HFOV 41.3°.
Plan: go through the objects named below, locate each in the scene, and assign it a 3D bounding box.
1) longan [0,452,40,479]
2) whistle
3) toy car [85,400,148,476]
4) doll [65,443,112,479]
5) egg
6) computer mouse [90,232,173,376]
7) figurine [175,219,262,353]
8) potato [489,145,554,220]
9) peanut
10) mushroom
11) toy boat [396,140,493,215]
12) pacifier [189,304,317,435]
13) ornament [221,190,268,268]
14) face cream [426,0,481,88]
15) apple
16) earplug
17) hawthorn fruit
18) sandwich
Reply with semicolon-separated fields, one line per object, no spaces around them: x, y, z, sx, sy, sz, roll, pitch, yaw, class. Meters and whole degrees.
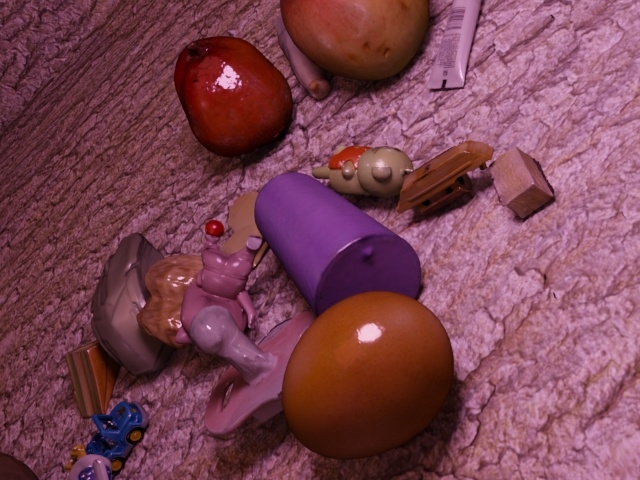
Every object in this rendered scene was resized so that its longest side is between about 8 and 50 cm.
-0.804;0.673;1.935;0.391;0.391;0.391;-27;46;33;longan
0.087;-0.143;1.753;0.288;0.131;0.106;7;98;50;whistle
-0.490;0.457;1.970;0.191;0.100;0.097;-56;38;0;toy car
-0.462;0.552;1.826;0.293;0.119;0.138;34;116;37;doll
0.072;0.227;1.402;0.322;0.250;0.250;-47;38;28;egg
-0.482;0.150;2.119;0.228;0.145;0.429;-47;44;21;computer mouse
-0.209;0.107;1.854;0.186;0.176;0.287;-88;8;-79;figurine
0.348;-0.103;1.492;0.086;0.061;0.122;-38;40;25;potato
-0.323;0.140;1.968;0.197;0.110;0.233;7;68;3;peanut
-0.049;-0.478;2.148;0.097;0.109;0.351;-27;44;9;mushroom
0.232;-0.112;1.586;0.226;0.088;0.068;-31;24;39;toy boat
-0.122;0.239;1.640;0.332;0.273;0.220;-37;58;25;pacifier
-0.150;-0.034;1.989;0.180;0.059;0.201;-20;48;34;ornament
0.292;-0.432;1.795;0.092;0.058;0.243;6;74;43;face cream
0.091;-0.524;1.887;0.338;0.305;0.338;-42;27;26;apple
0.000;0.000;1.690;0.215;0.215;0.456;-53;34;5;earplug
-0.222;-0.360;2.108;0.295;0.311;0.295;-44;7;7;hawthorn fruit
-0.557;0.346;2.195;0.117;0.144;0.187;-14;90;42;sandwich
